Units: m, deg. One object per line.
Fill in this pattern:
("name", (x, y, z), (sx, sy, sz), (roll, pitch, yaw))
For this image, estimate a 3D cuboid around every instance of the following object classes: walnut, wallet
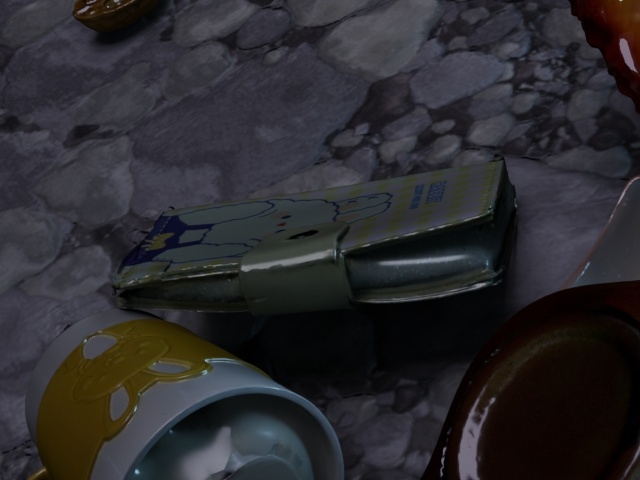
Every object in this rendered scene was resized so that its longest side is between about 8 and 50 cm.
("walnut", (-0.235, -0.285, 1.661), (0.121, 0.052, 0.091), (-34, 41, -5))
("wallet", (0.000, 0.000, 1.131), (0.309, 0.077, 0.223), (-8, 17, 13))

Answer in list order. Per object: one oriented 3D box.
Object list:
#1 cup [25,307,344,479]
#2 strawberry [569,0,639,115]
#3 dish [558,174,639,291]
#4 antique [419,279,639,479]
("cup", (-0.134, 0.168, 1.014), (0.241, 0.185, 0.226), (-31, 32, -19))
("strawberry", (0.315, -0.179, 1.076), (0.336, 0.149, 0.265), (34, 83, 7))
("dish", (0.295, 0.039, 0.997), (0.212, 0.077, 0.151), (13, 52, 38))
("antique", (0.174, 0.136, 0.877), (0.278, 0.129, 0.223), (-37, 45, 18))
